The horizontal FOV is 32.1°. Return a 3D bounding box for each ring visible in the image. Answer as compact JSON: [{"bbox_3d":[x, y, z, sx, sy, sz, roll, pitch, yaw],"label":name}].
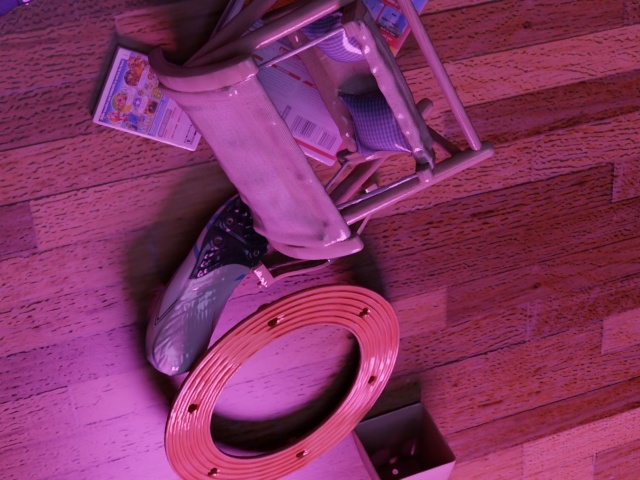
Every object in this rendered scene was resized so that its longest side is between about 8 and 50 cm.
[{"bbox_3d":[-0.046,0.182,1.379,0.336,0.032,0.337,-23,137,-23],"label":"ring"}]

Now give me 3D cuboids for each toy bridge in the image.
[{"bbox_3d":[0.000,0.000,1.350,0.188,0.026,0.063,-36,125,-1],"label":"toy bridge"}]

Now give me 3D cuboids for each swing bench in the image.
[{"bbox_3d":[0.000,-0.138,1.153,0.254,0.165,0.253,-36,124,-4],"label":"swing bench"}]

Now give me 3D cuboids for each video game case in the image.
[{"bbox_3d":[-0.176,-0.153,1.203,0.122,0.011,0.087,15,110,-29],"label":"video game case"},{"bbox_3d":[0.001,-0.243,1.215,0.204,0.025,0.285,23,103,-32],"label":"video game case"}]

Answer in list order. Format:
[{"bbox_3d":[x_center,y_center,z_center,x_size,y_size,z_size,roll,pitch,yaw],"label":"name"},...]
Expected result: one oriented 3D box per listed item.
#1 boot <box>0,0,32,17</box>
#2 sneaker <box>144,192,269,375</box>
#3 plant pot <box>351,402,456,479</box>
[{"bbox_3d":[-0.289,-0.241,1.010,0.086,0.190,0.069,-32,93,-2],"label":"boot"},{"bbox_3d":[-0.135,0.043,1.292,0.085,0.086,0.237,31,87,-32],"label":"sneaker"},{"bbox_3d":[0.112,0.305,1.518,0.109,0.109,0.096,-16,134,-15],"label":"plant pot"}]
